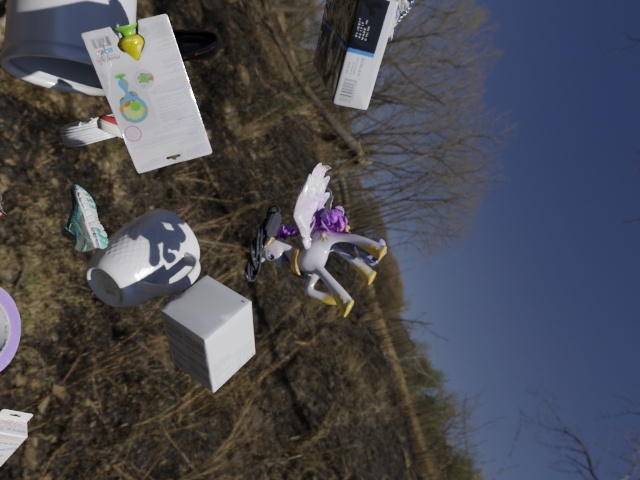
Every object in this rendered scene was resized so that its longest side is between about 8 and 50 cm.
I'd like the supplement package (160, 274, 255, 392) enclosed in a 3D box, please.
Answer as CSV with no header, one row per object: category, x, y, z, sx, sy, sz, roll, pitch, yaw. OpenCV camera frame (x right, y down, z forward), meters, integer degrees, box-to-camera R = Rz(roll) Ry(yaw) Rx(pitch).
supplement package,-0.352,0.296,1.547,0.198,0.199,0.262,26,-45,26

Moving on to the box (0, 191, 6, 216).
box,-1.040,-0.075,1.392,0.159,0.233,0.044,50,-14,37

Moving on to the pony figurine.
pony figurine,0.000,0.000,1.397,0.364,0.350,0.303,30,-10,16

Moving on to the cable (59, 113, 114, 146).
cable,-0.894,-0.440,1.925,0.257,0.257,0.089,-35,118,-49

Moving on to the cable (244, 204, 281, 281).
cable,-0.142,0.013,1.110,0.150,0.047,0.184,-49,-160,57

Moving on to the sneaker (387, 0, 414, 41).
sneaker,0.151,-0.449,0.938,0.135,0.058,0.052,95,1,-49

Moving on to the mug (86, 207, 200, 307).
mug,-0.601,0.088,1.709,0.328,0.375,0.276,-47,145,-49

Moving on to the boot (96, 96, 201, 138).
boot,-0.419,-0.324,1.202,0.088,0.244,0.176,29,-72,41

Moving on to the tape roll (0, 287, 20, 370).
tape roll,-0.700,0.181,0.960,0.189,0.080,0.188,-5,90,-82

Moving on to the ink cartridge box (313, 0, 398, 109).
ink cartridge box,0.044,-0.362,0.851,0.332,0.065,0.165,-102,-157,-58

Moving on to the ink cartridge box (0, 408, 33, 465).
ink cartridge box,-1.017,0.630,1.542,0.104,0.181,0.061,37,8,-44

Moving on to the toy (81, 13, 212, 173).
toy,-0.290,-0.250,0.834,0.056,0.137,0.237,-118,-167,-58

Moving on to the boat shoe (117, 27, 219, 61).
boat shoe,-0.308,-0.393,0.975,0.073,0.207,0.073,-164,-120,-73

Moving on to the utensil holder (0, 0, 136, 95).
utensil holder,-0.671,-0.633,1.321,0.327,0.328,0.384,-40,133,-89

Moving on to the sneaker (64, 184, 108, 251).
sneaker,-0.547,-0.048,1.097,0.065,0.076,0.166,80,-14,-77
